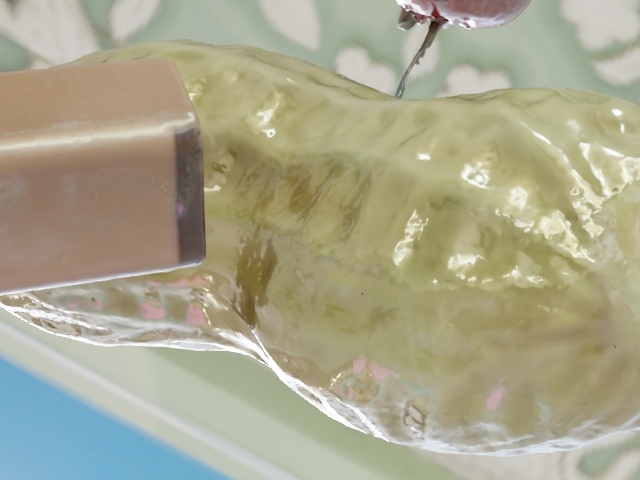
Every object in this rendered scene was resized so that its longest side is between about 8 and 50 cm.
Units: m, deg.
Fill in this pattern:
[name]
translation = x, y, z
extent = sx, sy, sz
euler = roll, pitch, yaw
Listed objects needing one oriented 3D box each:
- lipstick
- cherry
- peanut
[lipstick]
translation = -0.102, -0.010, 0.461
extent = 0.045, 0.145, 0.045
euler = -116, 22, -53
[cherry]
translation = 0.081, -0.132, 1.139
extent = 0.107, 0.090, 0.225
euler = 16, -101, -53
[peanut]
translation = 0.000, 0.000, 0.661
extent = 0.136, 0.298, 0.120
euler = -40, -45, -53
